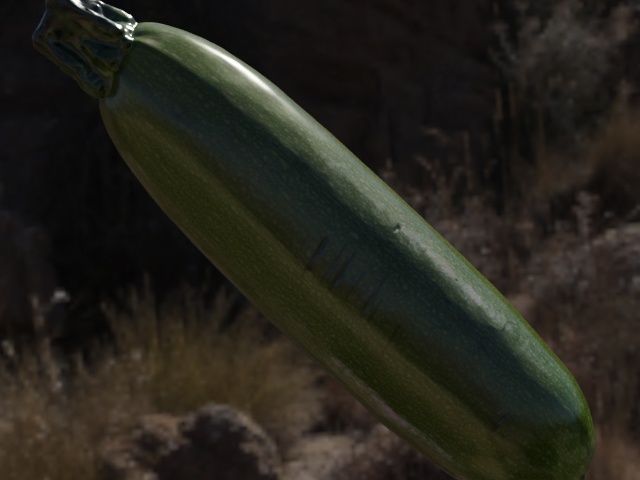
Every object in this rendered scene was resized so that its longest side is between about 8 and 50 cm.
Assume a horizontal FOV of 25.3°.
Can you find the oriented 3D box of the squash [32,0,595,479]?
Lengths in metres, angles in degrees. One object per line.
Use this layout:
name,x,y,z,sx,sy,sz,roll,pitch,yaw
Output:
squash,0.000,0.000,0.514,0.066,0.252,0.066,-46,-2,-2
